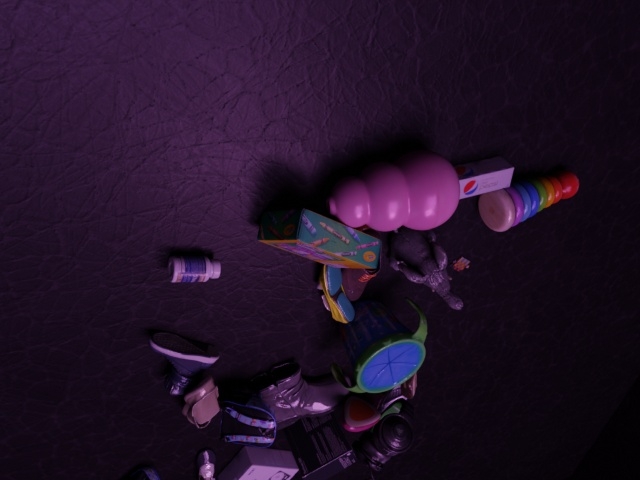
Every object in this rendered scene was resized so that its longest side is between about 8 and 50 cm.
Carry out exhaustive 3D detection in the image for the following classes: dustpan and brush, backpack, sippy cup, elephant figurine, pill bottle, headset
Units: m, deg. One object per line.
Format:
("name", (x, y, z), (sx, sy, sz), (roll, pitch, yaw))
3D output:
("dustpan and brush", (0.250, 0.622, 2.258), (0.211, 0.060, 0.147), (-26, 135, -7))
("backpack", (-0.578, 0.801, 1.934), (0.114, 0.105, 0.084), (-45, 156, 12))
("sippy cup", (0.171, 0.310, 1.833), (0.305, 0.224, 0.240), (-19, 134, -13))
("elephant figurine", (0.304, 0.066, 1.685), (0.186, 0.239, 0.169), (0, 127, -28))
("pill bottle", (-0.314, 0.071, 1.475), (0.120, 0.067, 0.067), (1, 126, -29))
("backpack", (-0.211, 0.545, 1.809), (0.173, 0.117, 0.158), (8, 109, 11))
("headset", (0.229, 0.714, 2.025), (0.243, 0.185, 0.394), (-51, 178, 32))

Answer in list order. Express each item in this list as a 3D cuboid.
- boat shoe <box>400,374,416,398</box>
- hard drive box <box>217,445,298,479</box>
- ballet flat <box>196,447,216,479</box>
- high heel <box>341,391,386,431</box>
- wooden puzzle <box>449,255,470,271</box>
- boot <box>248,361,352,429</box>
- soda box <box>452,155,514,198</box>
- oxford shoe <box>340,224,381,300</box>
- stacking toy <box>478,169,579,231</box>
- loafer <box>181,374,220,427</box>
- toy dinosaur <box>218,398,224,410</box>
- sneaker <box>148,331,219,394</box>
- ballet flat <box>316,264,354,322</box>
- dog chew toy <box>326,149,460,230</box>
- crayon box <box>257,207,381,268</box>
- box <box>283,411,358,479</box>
("boat shoe", (0.330, 0.497, 2.203), (0.072, 0.068, 0.190), (-41, 138, -44))
("hard drive box", (-0.228, 0.855, 2.177), (0.232, 0.089, 0.181), (24, 113, -40))
("ballet flat", (-0.395, 0.807, 2.059), (0.074, 0.074, 0.203), (-7, 130, -24))
("high heel", (0.128, 0.625, 2.051), (0.181, 0.127, 0.377), (-59, 161, 14))
("wooden puzzle", (0.461, 0.078, 1.947), (0.083, 0.006, 0.049), (27, 111, -41))
("boot", (-0.055, 0.481, 1.941), (0.338, 0.118, 0.223), (-23, 128, -17))
("soda box", (0.430, -0.174, 1.666), (0.216, 0.074, 0.069), (-15, 131, -17))
("oxford shoe", (0.114, 0.084, 1.698), (0.097, 0.098, 0.271), (-9, 131, -22))
("stacking toy", (0.647, -0.134, 1.786), (0.330, 0.141, 0.141), (-17, 133, -20))
("loafer", (-0.340, 0.476, 1.734), (0.102, 0.092, 0.268), (-38, 166, -31))
("toy dinosaur", (-0.276, 0.556, 1.935), (0.092, 0.053, 0.183), (-16, 127, 5))
("sneaker", (-0.412, 0.348, 1.645), (0.163, 0.086, 0.226), (-49, 134, 12))
("ballet flat", (0.031, 0.147, 1.717), (0.077, 0.077, 0.231), (-49, 129, -40))
("dog chew toy", (0.179, -0.115, 1.504), (0.332, 0.206, 0.206), (-10, 132, -10))
("crayon box", (0.000, 0.000, 1.508), (0.278, 0.165, 0.081), (21, 76, -39))
("box", (-0.015, 0.664, 2.007), (0.184, 0.261, 0.103), (-26, 135, -6))
